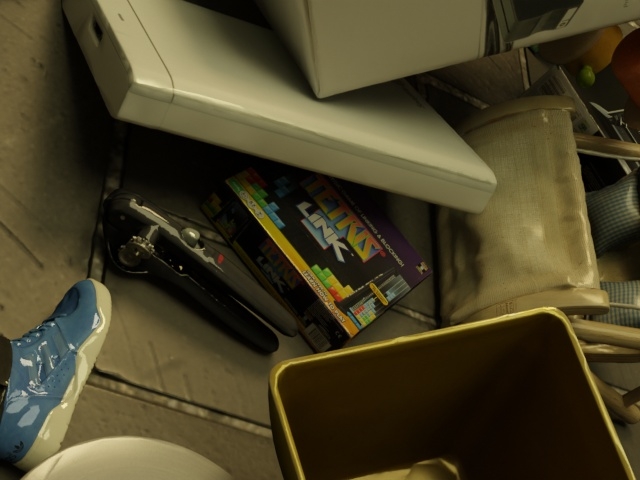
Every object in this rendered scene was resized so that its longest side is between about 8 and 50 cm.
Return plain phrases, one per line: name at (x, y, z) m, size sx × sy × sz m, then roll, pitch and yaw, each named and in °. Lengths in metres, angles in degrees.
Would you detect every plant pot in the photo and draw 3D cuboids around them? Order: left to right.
plant pot at (0.079, 0.196, 0.770) m, size 0.212 × 0.187 × 0.212 m, roll -10°, pitch 63°, yaw -16°

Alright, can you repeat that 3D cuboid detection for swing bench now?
swing bench at (0.248, 0.010, 1.096) m, size 0.255 × 0.165 × 0.253 m, roll 21°, pitch 48°, yaw -25°

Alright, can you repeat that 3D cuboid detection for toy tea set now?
toy tea set at (0.345, -0.245, 1.176) m, size 0.124 × 0.200 × 0.336 m, roll 36°, pitch 60°, yaw -31°

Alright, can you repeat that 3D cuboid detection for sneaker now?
sneaker at (-0.200, 0.073, 0.760) m, size 0.085 × 0.058 × 0.152 m, roll 35°, pitch 49°, yaw -25°

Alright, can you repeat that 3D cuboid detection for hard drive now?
hard drive at (-0.036, -0.132, 0.997) m, size 0.353 × 0.047 × 0.233 m, roll 13°, pitch 27°, yaw -32°

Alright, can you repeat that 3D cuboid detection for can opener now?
can opener at (-0.093, 0.023, 0.885) m, size 0.186 × 0.059 × 0.073 m, roll 37°, pitch 42°, yaw -10°

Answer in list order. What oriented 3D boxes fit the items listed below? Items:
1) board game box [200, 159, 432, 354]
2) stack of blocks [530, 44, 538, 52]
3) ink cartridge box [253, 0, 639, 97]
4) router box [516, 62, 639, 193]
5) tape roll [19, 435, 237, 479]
board game box at (0.000, 0.000, 0.987) m, size 0.170 × 0.048 × 0.141 m, roll 51°, pitch 43°, yaw 4°
stack of blocks at (0.349, -0.360, 1.359) m, size 0.171 × 0.297 × 0.087 m, roll 51°, pitch 40°, yaw 3°
ink cartridge box at (0.132, -0.300, 1.038) m, size 0.395 × 0.166 × 0.285 m, roll -15°, pitch 35°, yaw -10°
router box at (0.403, -0.075, 1.347) m, size 0.243 × 0.081 × 0.308 m, roll -12°, pitch 67°, yaw -43°
tape roll at (-0.119, 0.235, 0.694) m, size 0.219 × 0.072 × 0.219 m, roll 21°, pitch 49°, yaw -26°
